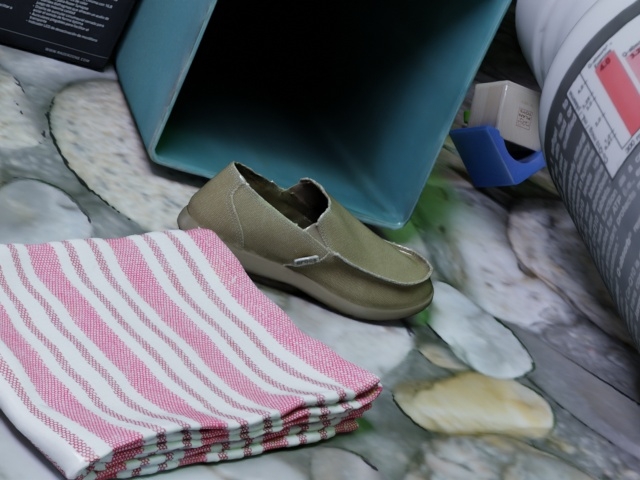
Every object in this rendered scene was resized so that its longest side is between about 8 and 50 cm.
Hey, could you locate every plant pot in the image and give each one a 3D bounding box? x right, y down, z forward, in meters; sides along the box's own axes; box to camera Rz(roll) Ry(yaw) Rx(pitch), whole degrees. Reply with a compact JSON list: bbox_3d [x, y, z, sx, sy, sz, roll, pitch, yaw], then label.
[{"bbox_3d":[-0.030,-0.144,1.097,0.166,0.165,0.234,15,19,-27],"label":"plant pot"}]

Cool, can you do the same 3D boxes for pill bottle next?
[{"bbox_3d":[0.245,-0.038,1.041,0.210,0.210,0.363,13,37,-30],"label":"pill bottle"}]

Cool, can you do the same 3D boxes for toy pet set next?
[{"bbox_3d":[0.108,-0.064,1.226,0.122,0.065,0.114,17,-9,-31],"label":"toy pet set"}]

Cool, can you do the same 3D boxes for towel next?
[{"bbox_3d":[-0.078,0.042,0.819,0.144,0.029,0.197,41,27,30],"label":"towel"}]

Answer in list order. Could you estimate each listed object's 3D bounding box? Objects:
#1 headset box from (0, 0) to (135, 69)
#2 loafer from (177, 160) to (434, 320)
[{"bbox_3d":[-0.188,-0.270,1.017,0.246,0.283,0.131,13,28,-30],"label":"headset box"},{"bbox_3d":[0.000,0.000,0.960,0.148,0.050,0.056,16,26,-25],"label":"loafer"}]
